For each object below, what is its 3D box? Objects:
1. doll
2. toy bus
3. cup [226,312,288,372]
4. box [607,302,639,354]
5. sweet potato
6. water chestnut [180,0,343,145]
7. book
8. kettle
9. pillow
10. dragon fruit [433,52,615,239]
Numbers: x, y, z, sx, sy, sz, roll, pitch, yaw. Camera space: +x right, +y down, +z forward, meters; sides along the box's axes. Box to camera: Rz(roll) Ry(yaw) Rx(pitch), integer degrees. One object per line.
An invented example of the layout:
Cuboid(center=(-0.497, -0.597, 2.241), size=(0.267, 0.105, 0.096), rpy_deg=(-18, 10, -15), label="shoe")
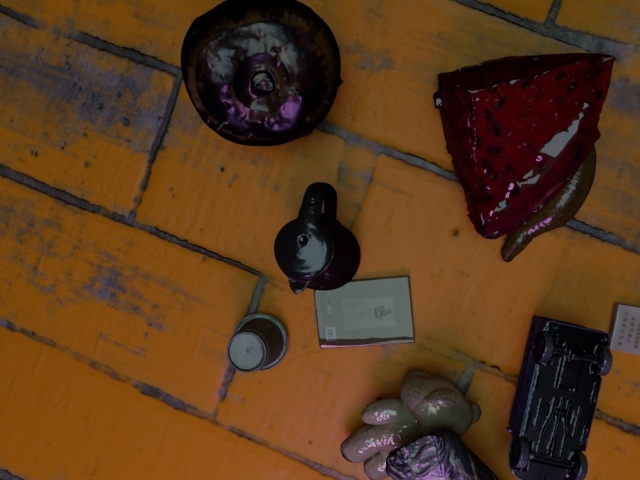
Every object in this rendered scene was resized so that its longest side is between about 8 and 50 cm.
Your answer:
Cuboid(center=(0.165, 0.359, 1.040), size=(0.278, 0.175, 0.149), rpy_deg=(-41, 48, 16), label="doll")
Cuboid(center=(0.428, 0.294, 0.978), size=(0.125, 0.133, 0.292), rpy_deg=(12, 92, 3), label="toy bus")
Cuboid(center=(-0.134, 0.212, 1.057), size=(0.119, 0.141, 0.120), rpy_deg=(0, 90, 10), label="cup")
Cuboid(center=(0.636, 0.176, 0.994), size=(0.166, 0.024, 0.090), rpy_deg=(10, 94, 8), label="box")
Cuboid(center=(0.448, -0.107, 0.990), size=(0.108, 0.079, 0.346), rpy_deg=(25, 98, 35), label="sweet potato")
Cuboid(center=(-0.108, -0.320, 0.993), size=(0.299, 0.300, 0.300), rpy_deg=(0, 92, 9), label="water chestnut")
Cuboid(center=(0.088, 0.147, 1.082), size=(0.198, 0.016, 0.139), rpy_deg=(-5, 91, 9), label="book")
Cuboid(center=(0.000, 0.000, 0.975), size=(0.143, 0.232, 0.202), rpy_deg=(17, 88, 10), label="kettle")
Cuboid(center=(0.253, 0.465, 0.975), size=(0.161, 0.093, 0.335), rpy_deg=(-29, 118, 23), label="pillow")
Cuboid(center=(0.301, -0.167, 0.936), size=(0.240, 0.302, 0.331), rpy_deg=(-6, 108, -34), label="dragon fruit")
